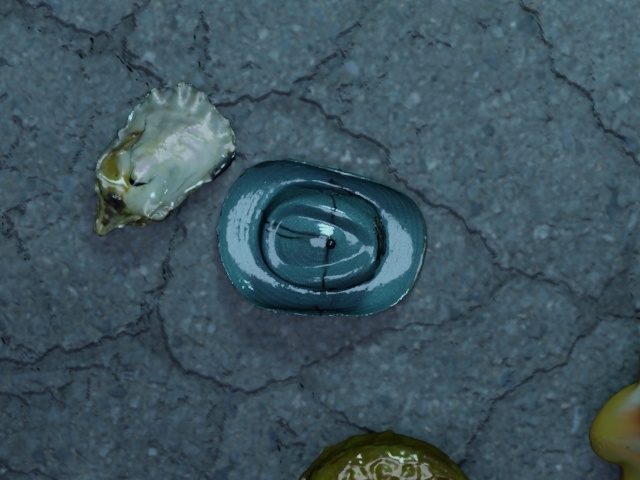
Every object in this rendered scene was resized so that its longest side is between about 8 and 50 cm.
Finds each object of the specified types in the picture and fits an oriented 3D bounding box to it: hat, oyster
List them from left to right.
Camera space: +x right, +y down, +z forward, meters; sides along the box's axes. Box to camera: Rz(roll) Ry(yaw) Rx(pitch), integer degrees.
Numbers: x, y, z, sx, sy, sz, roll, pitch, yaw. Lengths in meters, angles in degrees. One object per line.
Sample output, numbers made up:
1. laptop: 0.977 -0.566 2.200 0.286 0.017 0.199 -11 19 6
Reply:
1. oyster: -0.138 -0.070 1.512 0.122 0.045 0.146 7 90 5
2. hat: 0.000 0.000 1.499 0.191 0.078 0.138 6 95 1

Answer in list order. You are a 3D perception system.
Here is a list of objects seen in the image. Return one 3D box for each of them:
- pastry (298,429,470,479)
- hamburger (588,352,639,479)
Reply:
1. pastry: 0.059 0.265 1.516 0.189 0.103 0.188 0 98 3
2. hamburger: 0.387 0.127 1.445 0.303 0.186 0.261 -45 95 -3
